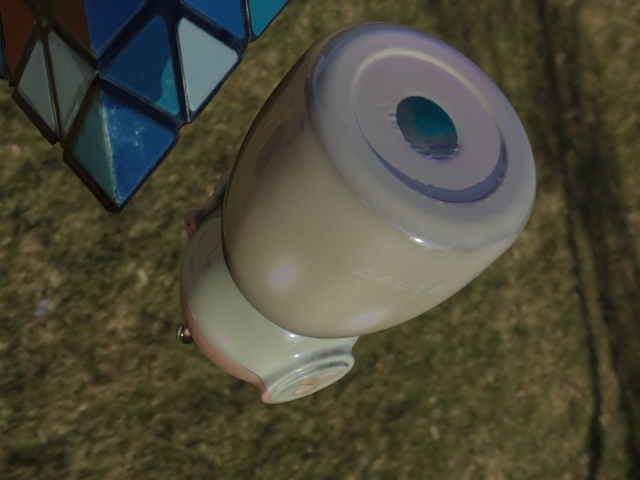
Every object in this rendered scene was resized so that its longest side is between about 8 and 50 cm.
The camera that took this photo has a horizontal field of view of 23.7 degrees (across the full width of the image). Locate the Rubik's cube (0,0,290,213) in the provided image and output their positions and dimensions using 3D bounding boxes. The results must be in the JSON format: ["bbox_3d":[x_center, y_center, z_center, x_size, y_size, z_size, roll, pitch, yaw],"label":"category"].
[{"bbox_3d":[-0.178,-0.182,1.184,0.250,0.234,0.284,-24,106,-49],"label":"Rubik's cube"}]

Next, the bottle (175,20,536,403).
[{"bbox_3d":[0.000,0.000,0.864,0.147,0.236,0.148,18,51,-23],"label":"bottle"}]
